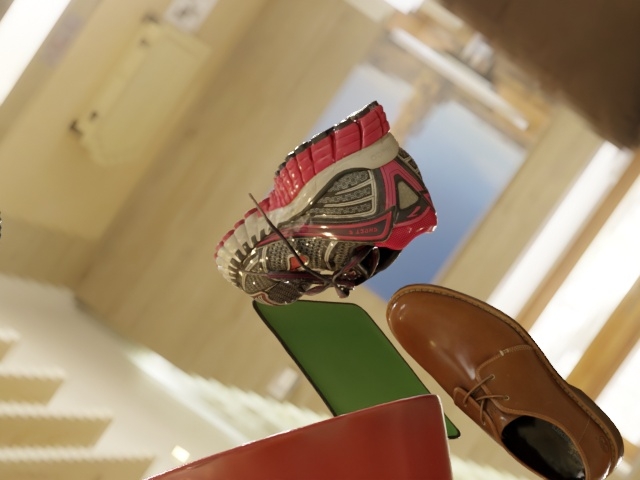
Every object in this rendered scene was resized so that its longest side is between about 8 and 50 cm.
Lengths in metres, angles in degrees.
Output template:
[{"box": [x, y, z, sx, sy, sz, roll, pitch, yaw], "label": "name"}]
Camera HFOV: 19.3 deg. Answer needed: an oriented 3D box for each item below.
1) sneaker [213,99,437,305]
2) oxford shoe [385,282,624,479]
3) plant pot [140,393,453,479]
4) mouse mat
[{"box": [0.000, 0.000, 1.551, 0.112, 0.121, 0.299, 56, 156, 7], "label": "sneaker"}, {"box": [0.131, 0.108, 1.402, 0.212, 0.076, 0.076, 38, -155, 12], "label": "oxford shoe"}, {"box": [-0.006, 0.271, 1.435, 0.275, 0.275, 0.243, 12, -120, -76], "label": "plant pot"}, {"box": [0.033, 0.118, 1.738, 0.152, 0.007, 0.190, 5, -143, -44], "label": "mouse mat"}]
